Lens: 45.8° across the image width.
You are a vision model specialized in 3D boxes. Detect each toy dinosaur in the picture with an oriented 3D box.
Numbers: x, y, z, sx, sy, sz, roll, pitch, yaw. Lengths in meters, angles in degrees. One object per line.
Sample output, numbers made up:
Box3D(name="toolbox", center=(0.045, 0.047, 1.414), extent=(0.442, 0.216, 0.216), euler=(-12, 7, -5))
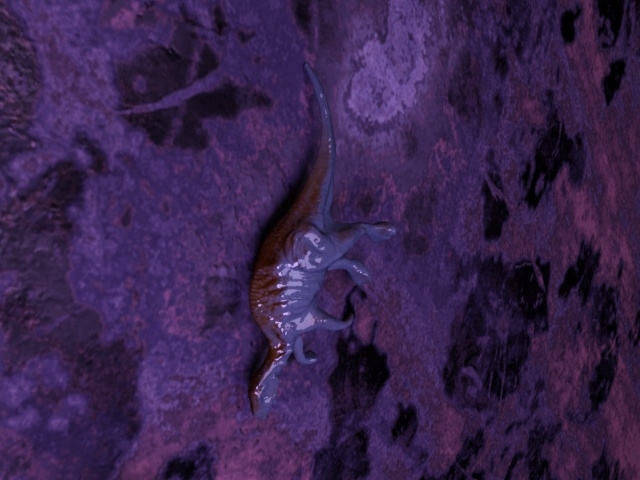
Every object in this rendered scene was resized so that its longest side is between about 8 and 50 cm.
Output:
Box3D(name="toy dinosaur", center=(0.000, 0.000, 0.856), extent=(0.205, 0.092, 0.393), euler=(-6, 104, -43))
